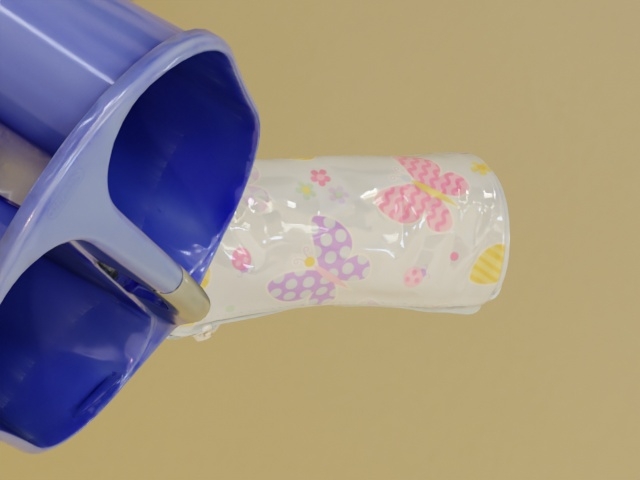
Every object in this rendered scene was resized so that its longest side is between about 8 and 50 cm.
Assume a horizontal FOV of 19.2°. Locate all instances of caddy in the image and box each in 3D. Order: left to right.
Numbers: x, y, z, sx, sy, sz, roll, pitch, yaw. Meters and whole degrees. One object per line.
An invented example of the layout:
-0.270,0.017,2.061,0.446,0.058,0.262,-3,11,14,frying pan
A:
-0.138,-0.009,1.039,0.179,0.241,0.341,31,173,11,caddy

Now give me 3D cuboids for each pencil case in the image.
0.000,0.000,1.357,0.273,0.124,0.113,-5,156,-21,pencil case
